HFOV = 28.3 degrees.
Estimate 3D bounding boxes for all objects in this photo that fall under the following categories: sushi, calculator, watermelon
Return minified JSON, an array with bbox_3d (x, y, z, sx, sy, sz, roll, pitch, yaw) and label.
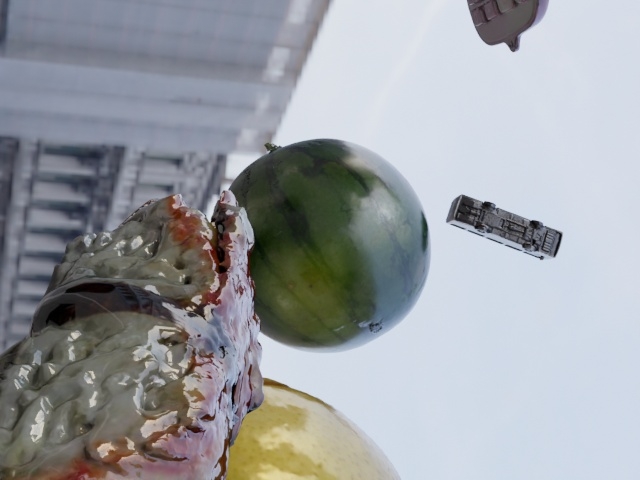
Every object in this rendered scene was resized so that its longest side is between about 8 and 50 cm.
[{"bbox_3d":[-0.103,0.082,0.660,0.332,0.130,0.124,-83,165,-61],"label":"sushi"},{"bbox_3d":[0.169,-0.331,1.252,0.194,0.043,0.294,173,-96,-75],"label":"calculator"},{"bbox_3d":[0.002,0.004,1.409,0.242,0.242,0.242,-176,-90,-73],"label":"watermelon"}]

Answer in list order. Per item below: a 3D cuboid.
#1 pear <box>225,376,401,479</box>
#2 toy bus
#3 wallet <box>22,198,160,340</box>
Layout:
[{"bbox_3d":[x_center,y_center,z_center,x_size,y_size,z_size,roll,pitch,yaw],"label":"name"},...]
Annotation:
[{"bbox_3d":[-0.077,0.242,0.931,0.314,0.314,0.314,-176,-90,-73],"label":"pear"},{"bbox_3d":[0.210,-0.014,1.461,0.052,0.131,0.037,144,-34,-77],"label":"toy bus"},{"bbox_3d":[-0.241,0.062,1.281,0.031,0.137,0.255,45,-46,8],"label":"wallet"}]
